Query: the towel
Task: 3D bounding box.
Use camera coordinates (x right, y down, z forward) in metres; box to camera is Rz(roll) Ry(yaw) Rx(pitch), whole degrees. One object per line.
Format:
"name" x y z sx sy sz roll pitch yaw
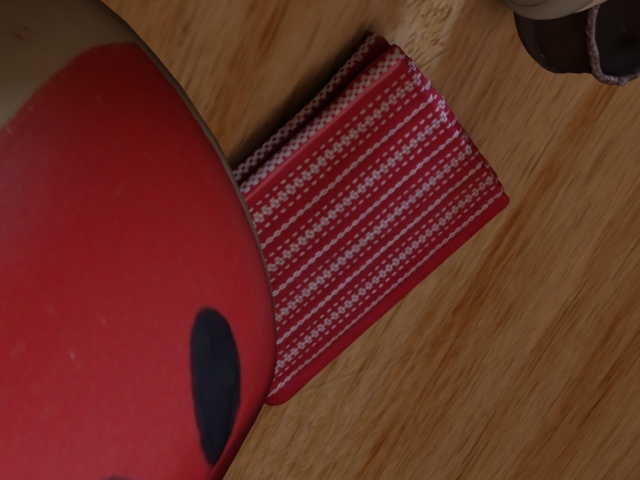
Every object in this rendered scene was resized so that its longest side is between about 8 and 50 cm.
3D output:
"towel" 0.000 0.000 1.026 0.199 0.031 0.275 -42 158 2

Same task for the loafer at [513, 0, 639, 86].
"loafer" 0.215 -0.201 0.885 0.134 0.130 0.366 -22 151 -46

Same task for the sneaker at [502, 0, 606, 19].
"sneaker" 0.086 -0.187 0.746 0.121 0.099 0.262 -24 146 -27

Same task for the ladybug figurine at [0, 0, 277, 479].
"ladybug figurine" -0.135 0.091 0.564 0.305 0.162 0.449 -62 177 36
